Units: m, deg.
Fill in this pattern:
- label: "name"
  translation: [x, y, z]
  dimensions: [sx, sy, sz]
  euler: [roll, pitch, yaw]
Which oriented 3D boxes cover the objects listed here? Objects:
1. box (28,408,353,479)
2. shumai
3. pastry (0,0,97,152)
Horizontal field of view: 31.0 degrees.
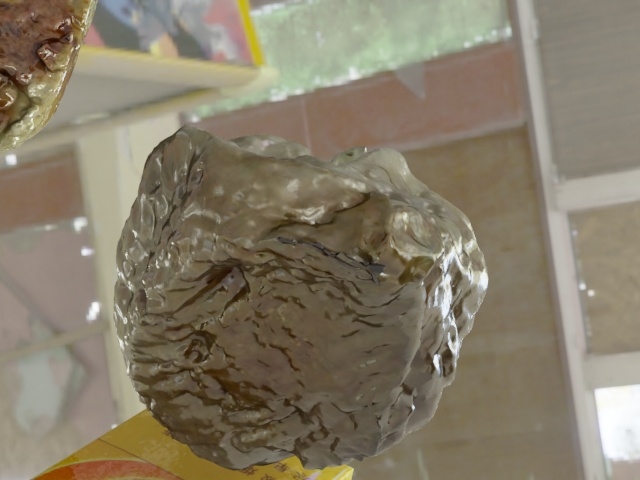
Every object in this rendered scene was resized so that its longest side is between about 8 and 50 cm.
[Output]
- label: "box"
  translation: [-0.110, 0.181, 0.714]
  dimensions: [0.152, 0.043, 0.269]
  euler: [21, -154, 26]
- label: "shumai"
  translation: [-0.004, 0.000, 0.588]
  dimensions: [0.184, 0.185, 0.218]
  euler: [18, 140, 13]
- label: "pastry"
  translation: [-0.300, -0.174, 0.918]
  dimensions: [0.237, 0.256, 0.170]
  euler: [13, 149, -3]
